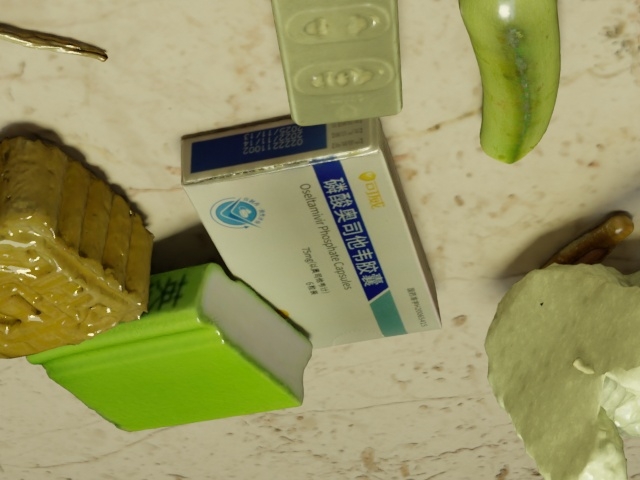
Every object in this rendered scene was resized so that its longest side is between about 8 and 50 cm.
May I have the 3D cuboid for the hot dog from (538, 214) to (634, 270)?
[{"bbox_3d":[0.296,0.014,1.470,0.044,0.028,0.137,15,140,-35],"label":"hot dog"}]

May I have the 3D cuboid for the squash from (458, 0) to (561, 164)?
[{"bbox_3d":[0.169,-0.164,1.169,0.083,0.083,0.250,-8,148,7],"label":"squash"}]

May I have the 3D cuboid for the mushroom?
[{"bbox_3d":[-0.319,-0.194,1.132,0.286,0.026,0.028,10,159,-21],"label":"mushroom"}]

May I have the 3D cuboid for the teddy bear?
[{"bbox_3d":[0.372,0.161,1.427,0.362,0.375,0.327,24,99,-23],"label":"teddy bear"}]

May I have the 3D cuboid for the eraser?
[{"bbox_3d":[-0.173,0.122,1.472,0.274,0.092,0.210,-11,141,34],"label":"eraser"}]

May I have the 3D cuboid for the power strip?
[{"bbox_3d":[0.014,-0.194,1.116,0.105,0.070,0.257,-5,146,3],"label":"power strip"}]

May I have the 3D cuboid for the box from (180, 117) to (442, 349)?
[{"bbox_3d":[0.000,0.000,1.390,0.200,0.065,0.343,-10,144,11],"label":"box"}]

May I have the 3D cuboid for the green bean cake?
[{"bbox_3d":[-0.306,0.018,1.333,0.224,0.131,0.230,-19,141,23],"label":"green bean cake"}]
